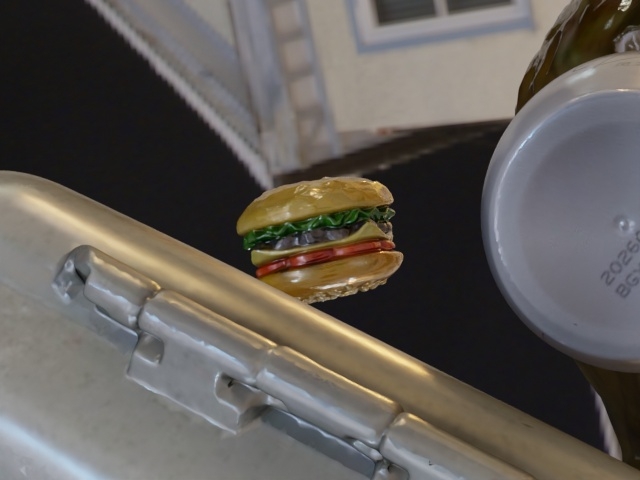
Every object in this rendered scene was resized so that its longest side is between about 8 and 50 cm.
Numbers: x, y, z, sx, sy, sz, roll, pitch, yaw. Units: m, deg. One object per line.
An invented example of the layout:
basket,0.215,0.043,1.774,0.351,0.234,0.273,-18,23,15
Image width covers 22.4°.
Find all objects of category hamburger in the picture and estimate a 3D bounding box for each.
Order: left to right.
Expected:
hamburger,0.000,0.000,1.539,0.162,0.162,0.115,-8,-94,-47

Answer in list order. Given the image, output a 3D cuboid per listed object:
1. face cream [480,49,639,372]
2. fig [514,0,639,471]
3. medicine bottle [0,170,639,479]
face cream,0.115,-0.010,0.577,0.104,0.117,0.117,-15,-80,-72
fig,0.204,0.045,0.757,0.286,0.286,0.368,27,-101,-43
medicine bottle,0.010,0.127,0.571,0.123,0.375,0.282,-57,-22,-22
